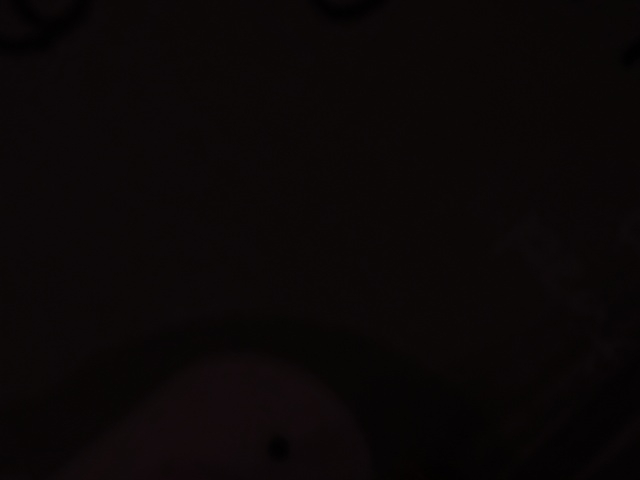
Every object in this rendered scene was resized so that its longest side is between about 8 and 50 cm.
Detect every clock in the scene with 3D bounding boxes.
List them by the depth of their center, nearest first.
[{"bbox_3d":[0.021,0.054,0.340,0.318,0.319,0.066,15,166,-16],"label":"clock"}]
